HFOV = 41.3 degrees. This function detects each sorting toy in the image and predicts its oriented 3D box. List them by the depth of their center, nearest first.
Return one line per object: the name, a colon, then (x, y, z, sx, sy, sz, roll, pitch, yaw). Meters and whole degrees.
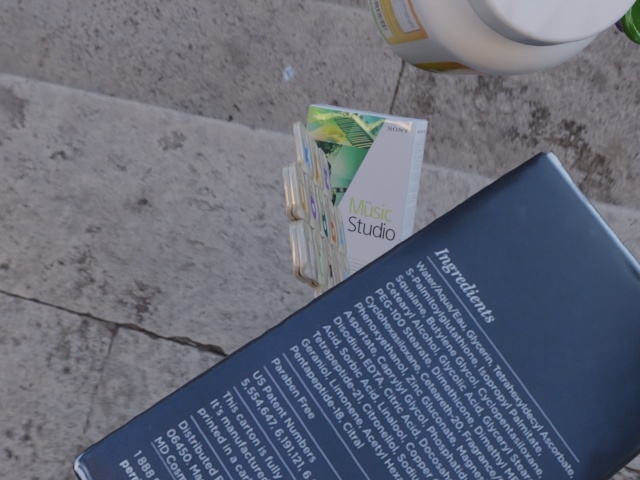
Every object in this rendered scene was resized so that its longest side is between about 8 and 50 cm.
sorting toy: (0.260, -0.204, 0.689, 0.061, 0.042, 0.102, 19, 86, -28)

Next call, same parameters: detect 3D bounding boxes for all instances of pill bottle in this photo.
pill bottle: (0.115, -0.178, 0.563, 0.136, 0.246, 0.136, -1, 101, -6)

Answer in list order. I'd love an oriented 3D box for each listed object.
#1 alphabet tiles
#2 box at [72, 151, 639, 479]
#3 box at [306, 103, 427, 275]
alphabet tiles: (0.000, 0.000, 1.091, 0.021, 0.284, 0.278, -10, 77, 10)
box: (0.046, 0.156, 0.680, 0.395, 0.293, 0.212, -33, 80, -15)
box: (0.070, -0.087, 1.625, 0.232, 0.058, 0.322, 13, 104, 29)
